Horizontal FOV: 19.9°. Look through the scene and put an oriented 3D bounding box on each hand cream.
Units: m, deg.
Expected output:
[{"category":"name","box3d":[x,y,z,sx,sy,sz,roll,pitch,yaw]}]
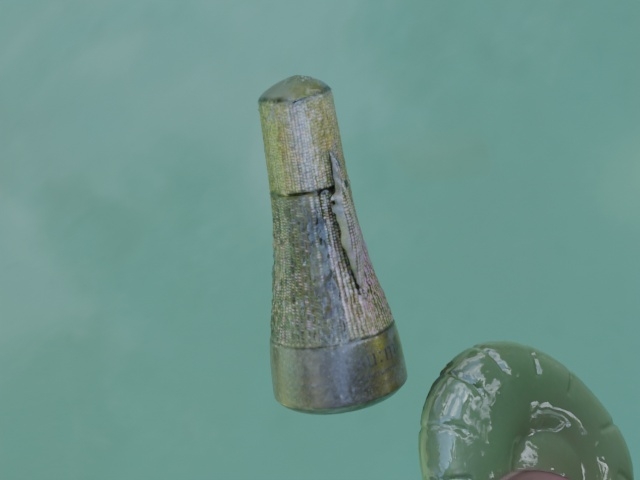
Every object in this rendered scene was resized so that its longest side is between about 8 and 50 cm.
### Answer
[{"category":"hand cream","box3d":[0.000,0.000,1.107,0.084,0.084,0.203,-13,103,-22]}]

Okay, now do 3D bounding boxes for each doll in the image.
[{"category":"doll","box3d":[0.132,0.211,0.988,0.268,0.216,0.284,45,52,-18]}]
